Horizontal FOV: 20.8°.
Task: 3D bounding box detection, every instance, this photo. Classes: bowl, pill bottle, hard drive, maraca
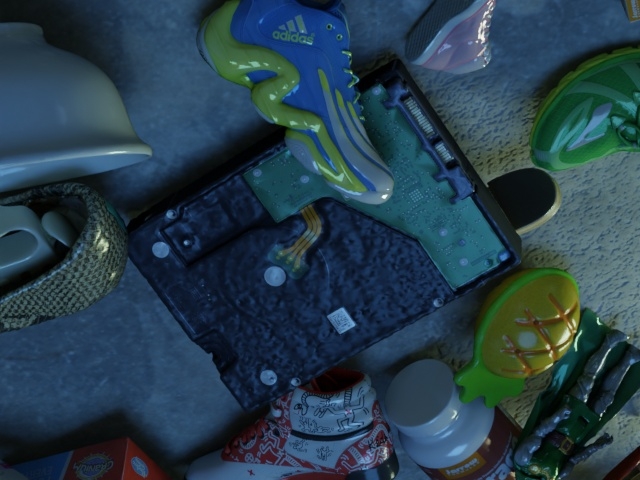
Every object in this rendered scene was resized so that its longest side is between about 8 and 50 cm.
[{"bbox_3d":[-0.305,-0.113,1.540,0.298,0.134,0.298,-11,180,0],"label":"bowl"},{"bbox_3d":[0.166,0.231,2.037,0.121,0.121,0.216,-28,134,16],"label":"pill bottle"},{"bbox_3d":[0.000,0.000,1.747,0.339,0.064,0.237,-31,106,19],"label":"hard drive"},{"bbox_3d":[0.218,0.108,1.927,0.127,0.099,0.185,17,112,-37],"label":"maraca"}]

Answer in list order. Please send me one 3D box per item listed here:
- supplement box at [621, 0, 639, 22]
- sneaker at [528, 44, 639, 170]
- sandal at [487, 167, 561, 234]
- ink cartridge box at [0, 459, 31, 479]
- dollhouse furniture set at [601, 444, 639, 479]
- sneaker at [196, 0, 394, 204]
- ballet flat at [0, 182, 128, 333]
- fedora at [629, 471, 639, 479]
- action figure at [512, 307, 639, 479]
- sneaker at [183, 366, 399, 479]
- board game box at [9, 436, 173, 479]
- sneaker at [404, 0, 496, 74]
[{"bbox_3d":[0.331,-0.251,1.643,0.098,0.036,0.062,-17,135,6],"label":"supplement box"},{"bbox_3d":[0.348,-0.128,1.710,0.295,0.123,0.109,-16,136,6],"label":"sneaker"},{"bbox_3d":[0.142,-0.010,1.818,0.240,0.088,0.079,-17,163,19],"label":"sandal"},{"bbox_3d":[-0.390,0.284,1.925,0.181,0.104,0.061,33,114,6],"label":"ink cartridge box"},{"bbox_3d":[0.337,0.297,2.081,0.262,0.135,0.259,-39,169,-35],"label":"dollhouse furniture set"},{"bbox_3d":[0.004,-0.145,1.604,0.240,0.091,0.126,42,106,-12],"label":"sneaker"},{"bbox_3d":[-0.421,0.044,1.647,0.483,0.164,0.182,-19,156,-6],"label":"ballet flat"},{"bbox_3d":[0.482,0.350,2.255,0.194,0.079,0.194,-5,136,-5],"label":"fedora"},{"bbox_3d":[0.291,0.210,2.011,0.137,0.063,0.232,37,86,-27],"label":"action figure"},{"bbox_3d":[-0.048,0.216,2.014,0.270,0.090,0.145,-7,110,24],"label":"sneaker"},{"bbox_3d":[-0.255,0.364,2.093,0.242,0.064,0.316,-16,137,22],"label":"board game box"},{"bbox_3d":[0.145,-0.207,1.641,0.070,0.051,0.134,19,132,-30],"label":"sneaker"}]
